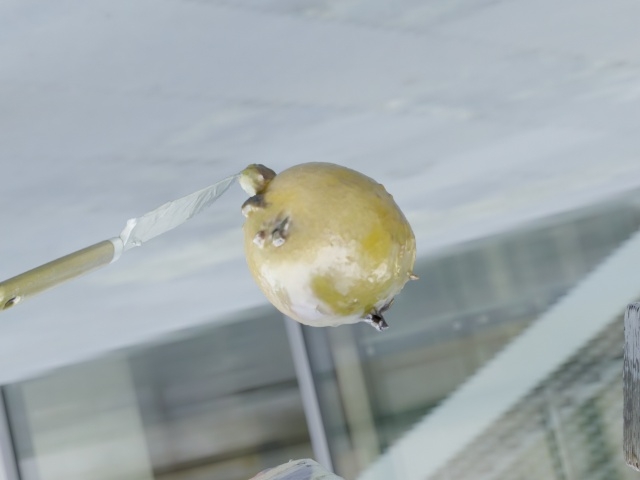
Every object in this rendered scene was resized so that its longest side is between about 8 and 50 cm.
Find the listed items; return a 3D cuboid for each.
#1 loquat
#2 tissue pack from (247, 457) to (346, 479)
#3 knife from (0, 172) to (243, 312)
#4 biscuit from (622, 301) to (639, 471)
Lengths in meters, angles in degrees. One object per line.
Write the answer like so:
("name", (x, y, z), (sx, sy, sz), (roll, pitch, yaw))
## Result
("loquat", (0.000, 0.000, 1.749), (0.149, 0.204, 0.172), (-50, 180, -15))
("tissue pack", (-0.061, 0.292, 1.511), (0.242, 0.125, 0.344), (-30, -176, -10))
("knife", (-0.144, -0.004, 1.367), (0.298, 0.017, 0.047), (-26, 150, -52))
("biscuit", (0.216, 0.086, 1.019), (0.070, 0.106, 0.252), (2, 177, 1))
